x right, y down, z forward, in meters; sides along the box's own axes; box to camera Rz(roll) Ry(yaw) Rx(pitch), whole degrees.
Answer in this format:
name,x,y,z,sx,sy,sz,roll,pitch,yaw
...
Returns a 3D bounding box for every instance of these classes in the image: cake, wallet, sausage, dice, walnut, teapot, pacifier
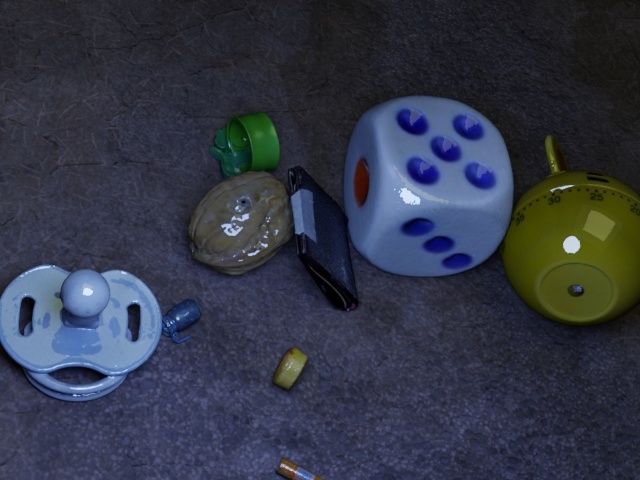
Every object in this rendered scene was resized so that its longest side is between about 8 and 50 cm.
name,x,y,z,sx,sy,sz,roll,pitch,yaw
cake,-0.060,0.247,1.937,0.044,0.084,0.084,30,52,0
wallet,0.000,0.000,2.046,0.071,0.262,0.221,-15,57,16
sausage,-0.030,0.439,1.846,0.107,0.031,0.031,29,52,2
dice,0.228,-0.116,2.171,0.304,0.277,0.304,2,54,-16
walnut,-0.159,-0.037,2.028,0.245,0.198,0.198,-38,73,-14
teapot,-0.274,0.157,1.955,0.083,0.063,0.049,-33,40,-31
pacifier,-0.428,0.137,1.793,0.299,0.233,0.244,3,59,-15

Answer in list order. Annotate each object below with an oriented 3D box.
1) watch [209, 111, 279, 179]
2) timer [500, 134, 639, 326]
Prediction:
name,x,y,z,sx,sy,sz,roll,pitch,yaw
watch,-0.163,-0.217,2.183,0.131,0.152,0.165,-14,64,-24
timer,0.567,-0.012,2.176,0.376,0.376,0.387,22,40,-3
